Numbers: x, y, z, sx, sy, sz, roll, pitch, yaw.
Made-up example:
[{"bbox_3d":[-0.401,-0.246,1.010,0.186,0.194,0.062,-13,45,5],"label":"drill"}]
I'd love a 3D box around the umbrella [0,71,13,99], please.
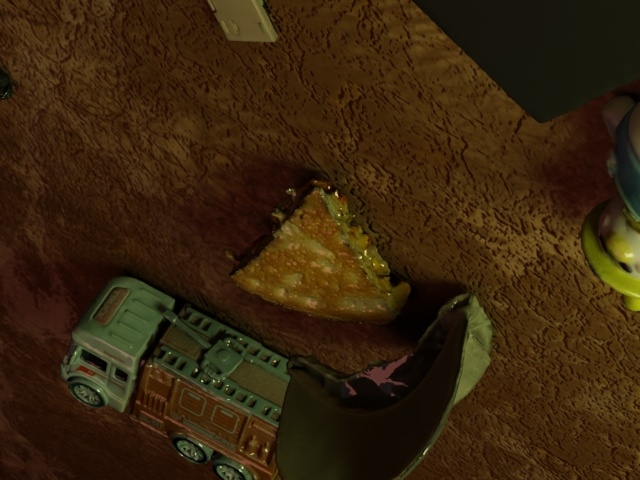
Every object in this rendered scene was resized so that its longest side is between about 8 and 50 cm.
[{"bbox_3d":[-0.379,-0.170,1.484,0.133,0.031,0.036,8,116,39],"label":"umbrella"}]

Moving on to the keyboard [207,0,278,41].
[{"bbox_3d":[-0.086,-0.226,1.115,0.055,0.017,0.166,7,142,32],"label":"keyboard"}]

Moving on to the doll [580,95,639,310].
[{"bbox_3d":[0.248,-0.029,0.999,0.135,0.098,0.241,23,149,8],"label":"doll"}]

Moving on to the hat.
[{"bbox_3d":[0.072,0.168,1.320,0.214,0.244,0.149,-21,133,28],"label":"hat"}]

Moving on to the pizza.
[{"bbox_3d":[0.000,0.000,1.335,0.188,0.062,0.199,14,143,7],"label":"pizza"}]

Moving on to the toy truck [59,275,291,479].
[{"bbox_3d":[-0.156,0.161,1.666,0.305,0.136,0.162,27,144,6],"label":"toy truck"}]

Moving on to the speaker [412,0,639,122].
[{"bbox_3d":[0.147,-0.228,0.705,0.232,0.184,0.254,42,147,-16],"label":"speaker"}]
